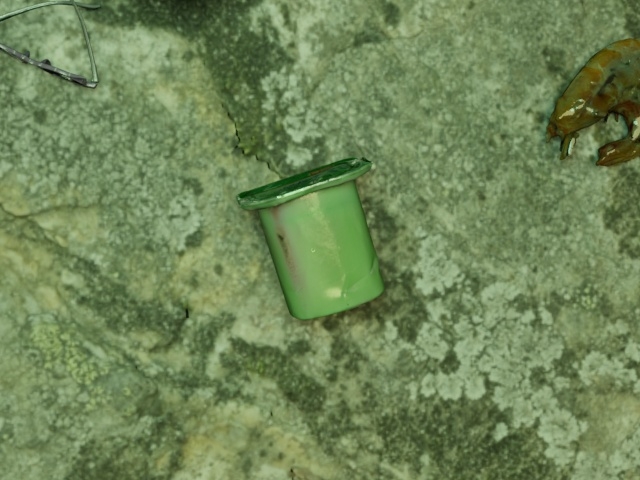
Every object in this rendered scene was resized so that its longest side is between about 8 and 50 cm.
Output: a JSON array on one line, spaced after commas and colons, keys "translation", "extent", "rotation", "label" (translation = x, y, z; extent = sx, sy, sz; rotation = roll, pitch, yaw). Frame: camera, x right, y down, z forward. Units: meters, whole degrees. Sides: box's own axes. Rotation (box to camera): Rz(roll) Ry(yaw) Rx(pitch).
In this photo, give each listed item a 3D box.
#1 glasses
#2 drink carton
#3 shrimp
[{"translation": [-0.286, -0.234, 1.018], "extent": [0.139, 0.062, 0.104], "rotation": [25, 88, -7], "label": "glasses"}, {"translation": [0.000, 0.000, 1.020], "extent": [0.146, 0.144, 0.142], "rotation": [-17, 99, -5], "label": "drink carton"}, {"translation": [0.339, -0.149, 1.090], "extent": [0.187, 0.051, 0.132], "rotation": [-38, 95, -6], "label": "shrimp"}]
